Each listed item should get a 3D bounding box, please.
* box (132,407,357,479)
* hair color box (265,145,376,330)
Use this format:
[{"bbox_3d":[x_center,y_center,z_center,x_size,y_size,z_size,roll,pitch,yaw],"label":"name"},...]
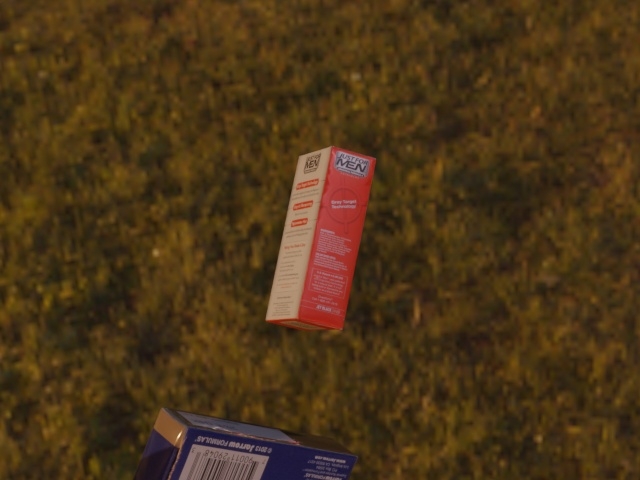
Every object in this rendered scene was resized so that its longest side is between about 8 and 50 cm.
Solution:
[{"bbox_3d":[-0.075,0.216,0.957,0.136,0.225,0.036,17,7,-41],"label":"box"},{"bbox_3d":[0.000,0.000,1.288,0.043,0.141,0.072,14,-9,-22],"label":"hair color box"}]
